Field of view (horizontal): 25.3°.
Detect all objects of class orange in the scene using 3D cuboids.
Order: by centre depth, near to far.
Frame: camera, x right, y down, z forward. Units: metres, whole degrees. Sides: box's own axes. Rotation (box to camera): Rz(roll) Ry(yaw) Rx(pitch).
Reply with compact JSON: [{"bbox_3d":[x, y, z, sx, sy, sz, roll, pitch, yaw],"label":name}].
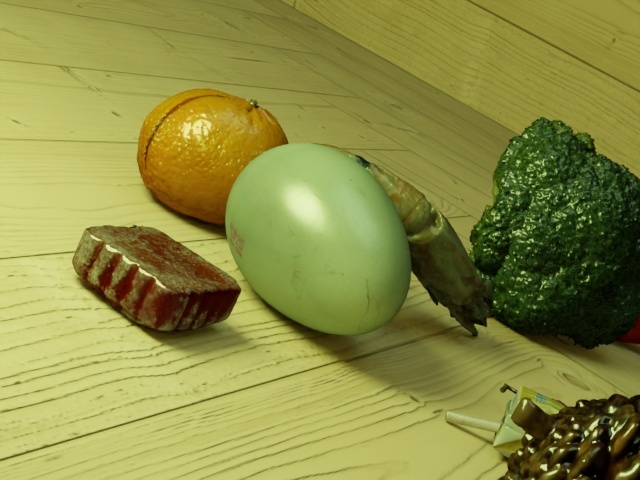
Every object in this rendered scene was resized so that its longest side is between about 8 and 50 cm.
[{"bbox_3d":[-0.129,-0.106,1.753,0.193,0.161,0.193,20,9,-3],"label":"orange"}]

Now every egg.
[{"bbox_3d":[0.000,0.000,1.566,0.183,0.183,0.264,13,26,-43],"label":"egg"}]

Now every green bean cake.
[{"bbox_3d":[-0.163,0.038,1.403,0.135,0.056,0.136,35,17,24],"label":"green bean cake"}]

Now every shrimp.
[{"bbox_3d":[0.093,-0.001,1.780,0.360,0.085,0.247,44,-16,-26],"label":"shrimp"}]

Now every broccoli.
[{"bbox_3d":[0.334,-0.002,2.030,0.304,0.321,0.283,32,-19,-21],"label":"broccoli"}]

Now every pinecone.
[{"bbox_3d":[0.268,0.244,1.149,0.309,0.244,0.244,46,19,12],"label":"pinecone"}]

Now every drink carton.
[{"bbox_3d":[0.233,0.204,1.484,0.200,0.074,0.084,29,14,4],"label":"drink carton"}]

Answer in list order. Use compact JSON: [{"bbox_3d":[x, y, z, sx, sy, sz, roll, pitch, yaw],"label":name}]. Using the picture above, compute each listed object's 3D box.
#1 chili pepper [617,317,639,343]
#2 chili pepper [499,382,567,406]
[{"bbox_3d":[0.465,0.124,2.169,0.272,0.063,0.071,17,17,-21],"label":"chili pepper"},{"bbox_3d":[0.302,0.233,1.562,0.268,0.059,0.050,36,56,24],"label":"chili pepper"}]
